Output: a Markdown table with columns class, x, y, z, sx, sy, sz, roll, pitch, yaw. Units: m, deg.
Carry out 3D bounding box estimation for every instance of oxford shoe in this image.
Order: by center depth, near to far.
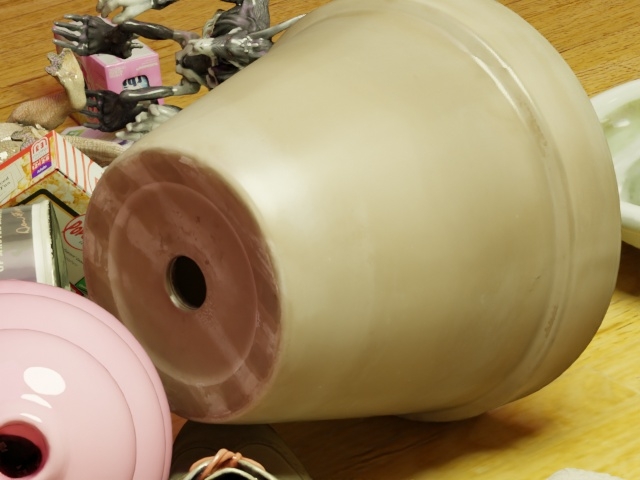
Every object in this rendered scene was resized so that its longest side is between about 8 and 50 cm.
| class | x | y | z | sx | sy | sz | roll | pitch | yaw |
| --- | --- | --- | --- | --- | --- | --- | --- | --- | --- |
| oxford shoe | -0.044 | 0.177 | 1.185 | 0.123 | 0.130 | 0.348 | -11 | 24 | -7 |

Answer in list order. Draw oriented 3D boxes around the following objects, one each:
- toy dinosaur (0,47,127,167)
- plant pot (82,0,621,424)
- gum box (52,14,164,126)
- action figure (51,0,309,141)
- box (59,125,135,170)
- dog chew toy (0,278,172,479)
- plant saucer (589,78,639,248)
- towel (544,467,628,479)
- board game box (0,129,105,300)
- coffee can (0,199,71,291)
| class | x | y | z | sx | sy | sz | roll | pitch | yaw |
| --- | --- | --- | --- | --- | --- | --- | --- | --- | --- |
| toy dinosaur | -0.281 | -0.049 | 1.550 | 0.295 | 0.200 | 0.127 | -5 | 52 | -13 |
| plant pot | 0.000 | 0.000 | 1.289 | 0.323 | 0.323 | 0.280 | 15 | 23 | 38 |
| gum box | -0.225 | -0.166 | 2.014 | 0.062 | 0.107 | 0.188 | -16 | 26 | -21 |
| action figure | -0.129 | -0.154 | 1.620 | 0.141 | 0.164 | 0.275 | -10 | 3 | -41 |
| box | -0.143 | -0.048 | 1.655 | 0.322 | 0.058 | 0.232 | -6 | 25 | 29 |
| dog chew toy | -0.181 | 0.121 | 1.091 | 0.206 | 0.207 | 0.332 | -12 | -2 | -11 |
| plant saucer | 0.397 | -0.048 | 1.610 | 0.400 | 0.101 | 0.400 | -5 | 24 | 2 |
| towel | 0.221 | 0.220 | 1.129 | 0.282 | 0.049 | 0.187 | 11 | 28 | 36 |
| board game box | -0.237 | 0.011 | 1.489 | 0.193 | 0.147 | 0.045 | -30 | 46 | 19 |
| coffee can | -0.320 | 0.088 | 1.367 | 0.275 | 0.202 | 0.201 | -8 | 24 | -5 |
